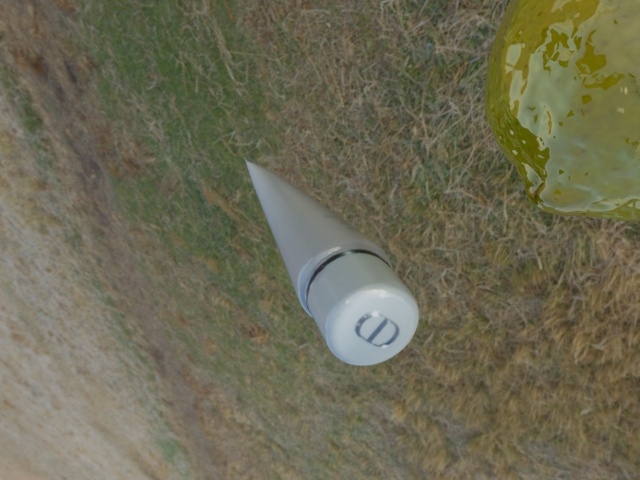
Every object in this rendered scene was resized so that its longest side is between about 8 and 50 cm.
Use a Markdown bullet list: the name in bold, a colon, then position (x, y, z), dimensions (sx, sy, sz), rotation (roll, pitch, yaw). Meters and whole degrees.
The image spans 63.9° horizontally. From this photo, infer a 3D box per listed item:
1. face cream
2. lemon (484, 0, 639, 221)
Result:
- **face cream**: position (0.000, 0.000, 0.533), dimensions (0.143, 0.089, 0.314), rotation (38, -169, -30)
- **lemon**: position (0.218, -0.129, 0.338), dimensions (0.204, 0.260, 0.204), rotation (31, -175, -3)
